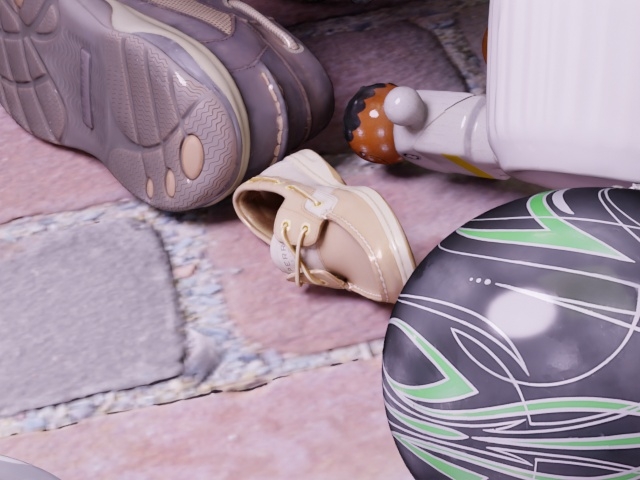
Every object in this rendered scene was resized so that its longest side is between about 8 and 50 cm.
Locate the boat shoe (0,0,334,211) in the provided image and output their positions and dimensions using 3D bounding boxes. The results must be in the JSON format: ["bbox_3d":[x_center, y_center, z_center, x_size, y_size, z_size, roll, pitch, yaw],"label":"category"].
[{"bbox_3d":[-0.119,-0.123,1.190,0.130,0.132,0.355,-14,36,-32],"label":"boat shoe"}]

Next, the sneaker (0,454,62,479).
[{"bbox_3d":[-0.153,0.091,0.556,0.215,0.084,0.083,-9,19,26],"label":"sneaker"}]

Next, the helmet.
[{"bbox_3d":[0.110,0.056,0.768,0.169,0.169,0.161,-4,15,9],"label":"helmet"}]

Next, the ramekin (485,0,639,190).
[{"bbox_3d":[0.204,-0.074,0.896,0.273,0.127,0.273,11,-1,0],"label":"ramekin"}]

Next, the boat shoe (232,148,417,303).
[{"bbox_3d":[0.000,0.000,0.995,0.059,0.063,0.170,-21,23,-15],"label":"boat shoe"}]

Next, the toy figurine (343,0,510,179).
[{"bbox_3d":[0.091,-0.147,1.069,0.148,0.209,0.213,12,37,43],"label":"toy figurine"}]
